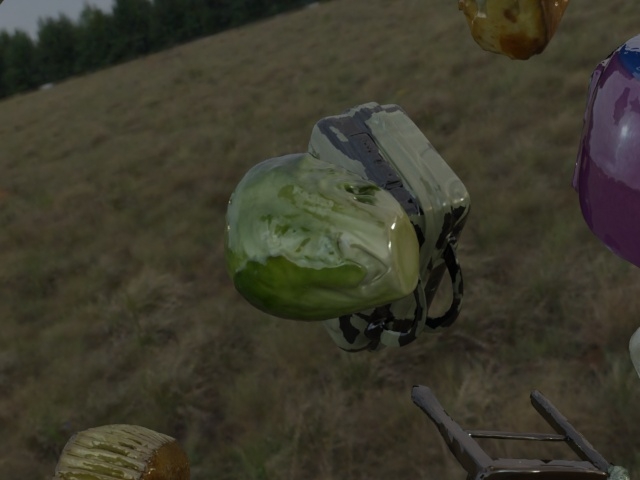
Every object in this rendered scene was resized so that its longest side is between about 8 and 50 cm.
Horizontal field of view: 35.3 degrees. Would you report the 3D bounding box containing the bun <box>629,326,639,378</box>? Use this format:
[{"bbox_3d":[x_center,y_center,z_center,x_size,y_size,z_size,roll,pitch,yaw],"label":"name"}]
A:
[{"bbox_3d":[0.522,0.169,1.453,0.094,0.138,0.138,-42,-5,39],"label":"bun"}]

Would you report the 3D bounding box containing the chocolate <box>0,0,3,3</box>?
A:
[{"bbox_3d":[-0.356,-0.283,1.001,0.309,0.134,0.134,-33,5,28],"label":"chocolate"}]

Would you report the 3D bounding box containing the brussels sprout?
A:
[{"bbox_3d":[0.000,0.000,1.258,0.271,0.210,0.219,7,-7,38],"label":"brussels sprout"}]

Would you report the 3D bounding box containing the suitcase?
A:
[{"bbox_3d":[0.082,0.004,1.535,0.194,0.351,0.339,-14,52,-27],"label":"suitcase"}]

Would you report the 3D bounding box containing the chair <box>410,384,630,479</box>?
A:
[{"bbox_3d":[0.200,0.266,0.873,0.186,0.160,0.319,6,21,-25],"label":"chair"}]

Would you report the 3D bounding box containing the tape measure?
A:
[{"bbox_3d":[0.297,-0.052,0.673,0.245,0.149,0.231,2,30,-4],"label":"tape measure"}]

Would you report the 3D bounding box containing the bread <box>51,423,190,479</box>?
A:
[{"bbox_3d":[-0.255,0.352,1.290,0.142,0.227,0.253,9,-9,5],"label":"bread"}]

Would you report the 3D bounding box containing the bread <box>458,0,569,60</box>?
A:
[{"bbox_3d":[0.172,-0.294,0.843,0.099,0.210,0.235,12,51,22],"label":"bread"}]
